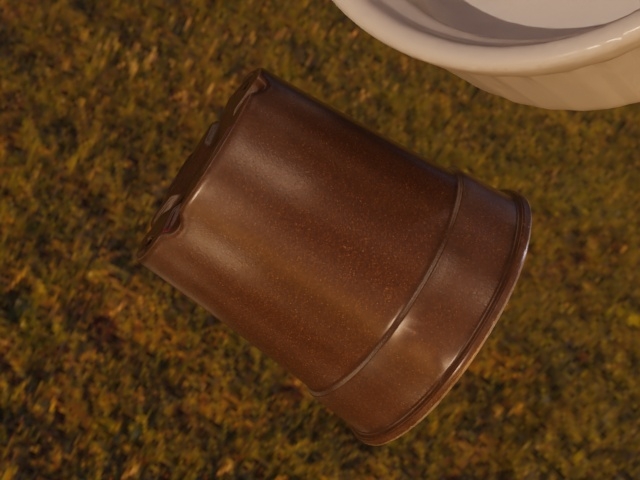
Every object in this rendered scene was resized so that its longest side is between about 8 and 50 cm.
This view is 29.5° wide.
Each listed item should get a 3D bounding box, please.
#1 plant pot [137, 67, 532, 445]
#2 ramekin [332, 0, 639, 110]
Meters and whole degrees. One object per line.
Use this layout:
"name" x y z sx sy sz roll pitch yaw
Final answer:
"plant pot" 0.000 0.000 0.672 0.165 0.167 0.167 33 37 -11
"ramekin" 0.130 -0.202 0.634 0.277 0.277 0.135 53 13 25
